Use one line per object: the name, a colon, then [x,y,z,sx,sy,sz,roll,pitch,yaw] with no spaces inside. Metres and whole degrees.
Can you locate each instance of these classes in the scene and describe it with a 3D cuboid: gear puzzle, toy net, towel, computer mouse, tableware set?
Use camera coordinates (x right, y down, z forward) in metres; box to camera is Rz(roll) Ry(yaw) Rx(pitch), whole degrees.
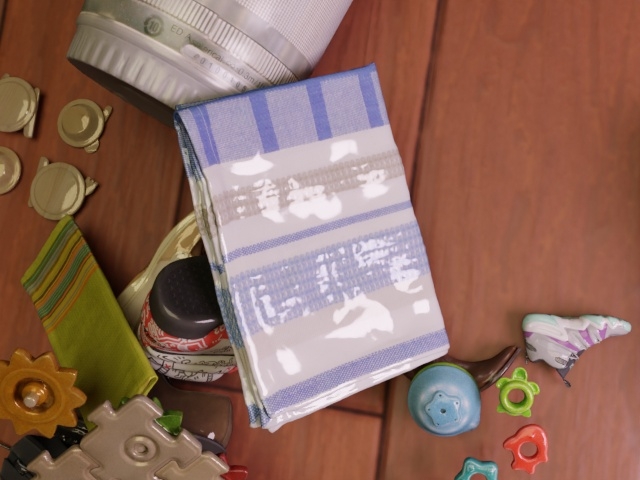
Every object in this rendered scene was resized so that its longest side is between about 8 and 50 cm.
gear puzzle: [-0.165,0.217,0.733,0.175,0.044,0.339,-39,109,16]
toy net: [0.147,0.228,0.745,0.122,0.045,0.232,-5,94,10]
towel: [0.000,0.000,0.711,0.209,0.034,0.285,-17,95,-25]
towel: [-0.233,0.083,0.798,0.102,0.021,0.237,-55,50,20]
computer mouse: [-0.333,0.216,0.847,0.242,0.041,0.071,26,87,13]
tableware set: [-0.315,-0.103,0.904,0.169,0.020,0.141,18,87,11]

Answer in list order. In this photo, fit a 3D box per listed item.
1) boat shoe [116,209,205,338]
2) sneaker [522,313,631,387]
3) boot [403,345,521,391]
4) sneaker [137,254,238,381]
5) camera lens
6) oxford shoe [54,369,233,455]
boat shoe: [-0.144,0.034,0.834,0.059,0.063,0.170,42,100,11]
sneaker: [0.241,0.104,0.767,0.098,0.038,0.069,-1,83,19]
boot: [0.120,0.103,0.789,0.106,0.037,0.114,-42,72,-1]
sneaker: [-0.045,0.069,0.796,0.270,0.145,0.090,-4,63,-27]
camera lens: [-0.088,-0.242,0.782,0.219,0.219,0.274,28,87,13]
oxford shoe: [-0.191,0.172,0.821,0.227,0.083,0.096,6,58,14]
